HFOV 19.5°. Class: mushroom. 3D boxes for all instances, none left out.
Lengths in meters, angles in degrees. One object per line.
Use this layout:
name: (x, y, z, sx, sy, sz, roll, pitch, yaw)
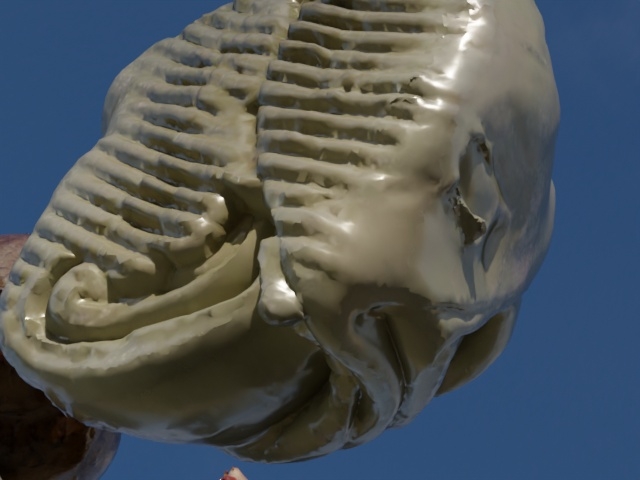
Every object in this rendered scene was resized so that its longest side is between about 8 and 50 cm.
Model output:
mushroom: (-0.254, 0.111, 1.511, 0.194, 0.138, 0.231, -9, -91, -17)

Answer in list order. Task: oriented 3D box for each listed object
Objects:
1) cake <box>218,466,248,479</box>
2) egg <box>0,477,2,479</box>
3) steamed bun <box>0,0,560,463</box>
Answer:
cake: (-0.062, 0.310, 1.354, 0.160, 0.158, 0.262, -26, -69, 22)
egg: (-0.289, 0.117, 0.814, 0.337, 0.201, 0.337, -3, -62, -6)
steamed bun: (0.008, -0.002, 1.072, 0.310, 0.324, 0.219, -17, -50, 32)
